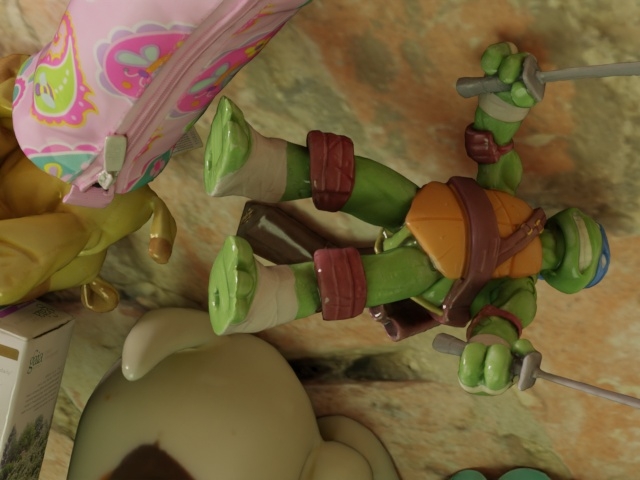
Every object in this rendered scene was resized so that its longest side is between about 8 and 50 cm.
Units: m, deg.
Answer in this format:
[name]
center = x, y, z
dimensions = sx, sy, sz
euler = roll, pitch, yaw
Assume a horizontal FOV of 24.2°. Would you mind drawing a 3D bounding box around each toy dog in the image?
[toy dog]
center = -0.106, 0.293, 1.154
dimensions = 0.285, 0.407, 0.395
euler = 13, 142, 8

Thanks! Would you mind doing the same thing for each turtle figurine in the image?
[turtle figurine]
center = 0.078, -0.018, 0.859
dimensions = 0.266, 0.275, 0.197
euler = 2, 101, -16

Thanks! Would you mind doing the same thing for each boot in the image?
[boot]
center = 0.000, 0.000, 1.068
dimensions = 0.114, 0.037, 0.106
euler = 35, 137, -10

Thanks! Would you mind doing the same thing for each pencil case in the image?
[pencil case]
center = -0.087, -0.130, 0.882
dimensions = 0.124, 0.124, 0.284
euler = 33, 138, -14

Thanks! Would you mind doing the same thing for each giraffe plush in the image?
[giraffe plush]
center = -0.203, -0.019, 1.063
dimensions = 0.210, 0.181, 0.170
euler = -5, 159, -22

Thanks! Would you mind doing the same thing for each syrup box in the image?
[syrup box]
center = -0.266, 0.159, 1.113
dimensions = 0.096, 0.093, 0.236
euler = 16, 101, 9

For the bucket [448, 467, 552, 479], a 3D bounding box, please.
[bucket]
center = 0.183, 0.345, 1.264
dimensions = 0.281, 0.183, 0.281
euler = 12, 140, 11
